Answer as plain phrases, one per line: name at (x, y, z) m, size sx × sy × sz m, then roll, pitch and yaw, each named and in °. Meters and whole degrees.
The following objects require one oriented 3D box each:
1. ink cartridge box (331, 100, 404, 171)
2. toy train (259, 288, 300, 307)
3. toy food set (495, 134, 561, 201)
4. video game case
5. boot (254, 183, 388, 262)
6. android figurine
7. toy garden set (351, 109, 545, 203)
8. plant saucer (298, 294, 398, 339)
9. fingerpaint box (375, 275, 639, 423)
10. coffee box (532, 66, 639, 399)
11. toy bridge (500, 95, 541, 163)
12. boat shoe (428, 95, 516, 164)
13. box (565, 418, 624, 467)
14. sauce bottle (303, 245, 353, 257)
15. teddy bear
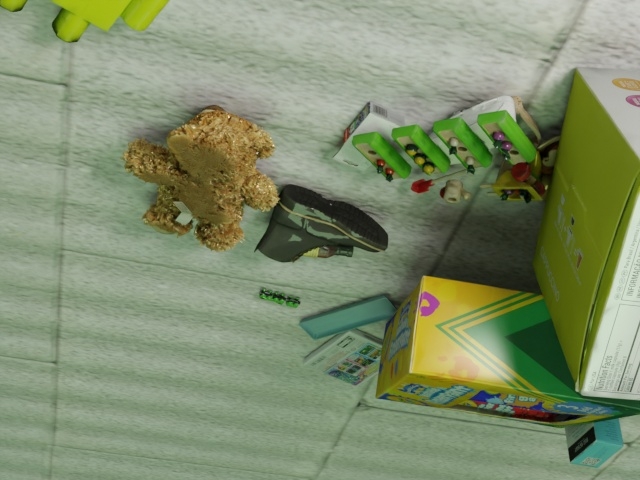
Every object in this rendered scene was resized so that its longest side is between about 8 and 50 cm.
ink cartridge box at (0.071, -0.157, 1.433) m, size 0.063 × 0.029 × 0.115 m, roll 20°, pitch 138°, yaw -22°
toy train at (-0.078, 0.110, 1.778) m, size 0.083 × 0.017 × 0.023 m, roll 15°, pitch 150°, yaw -16°
toy food set at (0.371, -0.110, 1.442) m, size 0.192 × 0.038 × 0.132 m, roll -6°, pitch 141°, yaw -8°
video game case at (0.067, 0.240, 1.930) m, size 0.143 × 0.019 × 0.157 m, roll 26°, pitch 134°, yaw -27°
boot at (0.000, 0.000, 1.575) m, size 0.198 × 0.077 × 0.137 m, roll 26°, pitch 122°, yaw -9°
android figurine at (-0.297, -0.363, 1.174) m, size 0.248 × 0.056 × 0.273 m, roll 28°, pitch 136°, yaw -28°
toy garden set at (0.199, -0.101, 1.390) m, size 0.244 × 0.049 × 0.204 m, roll -6°, pitch 151°, yaw 35°
plant saucer at (0.055, 0.147, 1.817) m, size 0.192 × 0.018 × 0.067 m, roll -19°, pitch 137°, yaw 22°
fingerpaint box at (0.307, 0.210, 1.609) m, size 0.371 × 0.163 × 0.445 m, roll 10°, pitch 165°, yaw -2°
coffee box at (0.505, -0.011, 1.277) m, size 0.335 × 0.337 × 0.338 m, roll 4°, pitch 120°, yaw -2°
toy bridge at (0.305, -0.146, 1.439) m, size 0.063 × 0.026 × 0.188 m, roll -6°, pitch 140°, yaw 8°
boat shoe at (0.213, -0.164, 1.386) m, size 0.066 × 0.063 × 0.184 m, roll 23°, pitch 154°, yaw -25°
box at (0.513, 0.301, 1.808) m, size 0.060 × 0.244 × 0.100 m, roll 12°, pitch 140°, yaw -12°
sauce bottle at (-0.007, 0.009, 1.632) m, size 0.128 × 0.042 × 0.042 m, roll 5°, pitch 141°, yaw -8°
teddy bear at (-0.179, -0.097, 1.471) m, size 0.245 × 0.113 × 0.338 m, roll 9°, pitch 147°, yaw 9°
